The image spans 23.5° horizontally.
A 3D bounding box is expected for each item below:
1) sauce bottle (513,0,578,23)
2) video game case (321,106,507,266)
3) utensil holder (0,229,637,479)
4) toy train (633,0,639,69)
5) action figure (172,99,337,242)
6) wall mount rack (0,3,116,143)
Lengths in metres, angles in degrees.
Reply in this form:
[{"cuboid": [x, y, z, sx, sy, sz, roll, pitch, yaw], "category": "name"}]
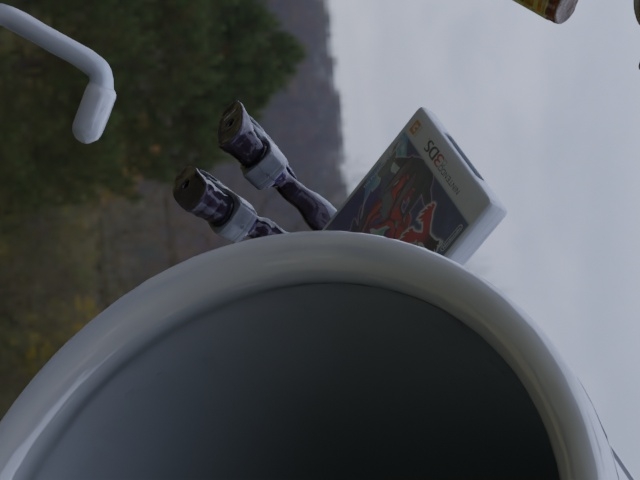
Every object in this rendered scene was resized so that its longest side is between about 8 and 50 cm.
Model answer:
[{"cuboid": [0.189, -0.252, 1.490, 0.128, 0.042, 0.042, 33, -38, 30], "category": "sauce bottle"}, {"cuboid": [0.057, 0.005, 1.295, 0.201, 0.023, 0.183, -52, -150, 15], "category": "video game case"}, {"cuboid": [0.048, 0.226, 0.785, 0.385, 0.327, 0.328, 47, 27, -48], "category": "utensil holder"}, {"cuboid": [0.289, -0.252, 1.311, 0.143, 0.105, 0.248, 21, 77, -72], "category": "toy train"}, {"cuboid": [0.000, 0.000, 1.451, 0.285, 0.185, 0.099, 40, 3, -23], "category": "action figure"}, {"cuboid": [-0.233, 0.023, 0.749, 0.304, 0.130, 0.350, -59, 175, 8], "category": "wall mount rack"}]
